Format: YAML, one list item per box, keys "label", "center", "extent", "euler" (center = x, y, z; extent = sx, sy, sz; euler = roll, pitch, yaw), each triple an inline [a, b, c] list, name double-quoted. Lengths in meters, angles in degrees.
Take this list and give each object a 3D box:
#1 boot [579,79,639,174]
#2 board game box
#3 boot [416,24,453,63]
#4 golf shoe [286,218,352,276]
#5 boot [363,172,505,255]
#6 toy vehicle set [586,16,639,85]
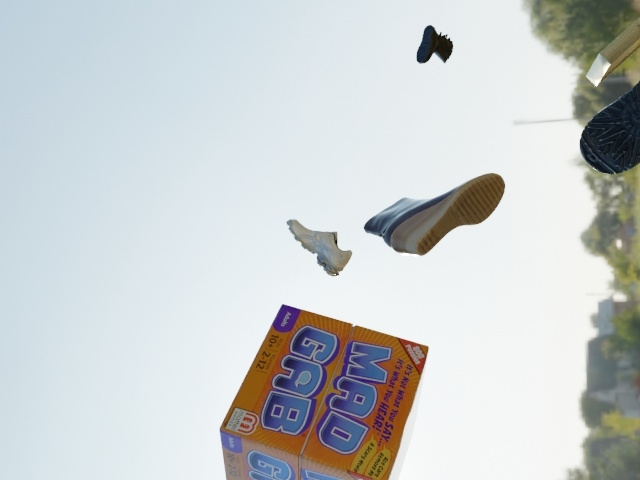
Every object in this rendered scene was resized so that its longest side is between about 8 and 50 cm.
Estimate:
- label: "boot"
  center: [0.701, -0.289, 1.690]
  extent: [0.260, 0.348, 0.131]
  euler: [-33, -101, -38]
- label: "board game box"
  center: [0.014, 0.426, 1.902]
  extent: [0.356, 0.356, 0.356]
  euler: [91, -161, -47]
- label: "boot"
  center: [0.309, -0.508, 2.252]
  extent: [0.099, 0.045, 0.121]
  euler: [29, -110, -41]
- label: "golf shoe"
  center: [0.000, 0.000, 1.939]
  extent: [0.176, 0.086, 0.069]
  euler: [45, -175, 11]
- label: "boot"
  center: [0.220, -0.069, 1.661]
  extent: [0.090, 0.248, 0.207]
  euler: [60, 167, -25]
- label: "toy vehicle set"
  center: [0.720, -0.469, 1.882]
  extent: [0.035, 0.267, 0.166]
  euler: [48, 180, 10]
